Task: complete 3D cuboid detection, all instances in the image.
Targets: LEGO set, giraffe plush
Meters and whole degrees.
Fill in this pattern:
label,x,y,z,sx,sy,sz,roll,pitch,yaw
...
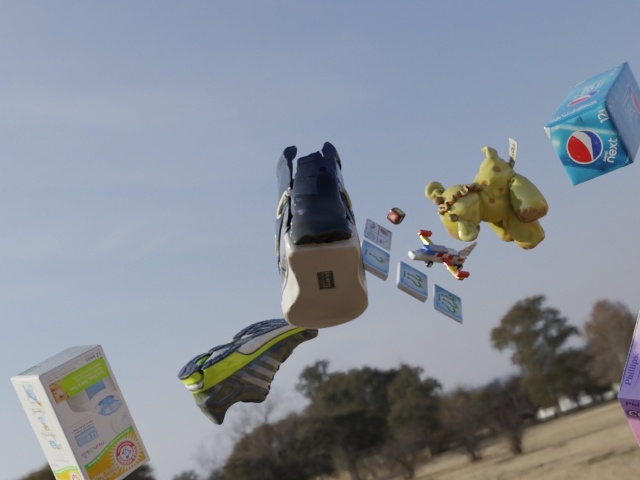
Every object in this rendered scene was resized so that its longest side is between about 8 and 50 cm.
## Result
label,x,y,z,sx,sy,sz,roll,pitch,yaw
LEGO set,0.153,0.015,1.459,0.060,0.183,0.244,-58,6,23
giraffe plush,0.290,-0.061,1.700,0.171,0.210,0.181,-28,31,-18

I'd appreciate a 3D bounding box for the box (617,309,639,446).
label,x,y,z,sx,sy,sz,roll,pitch,yaw
box,0.638,0.259,1.679,0.117,0.213,0.243,2,-38,36

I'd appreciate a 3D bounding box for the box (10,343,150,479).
label,x,y,z,sx,sy,sz,roll,pitch,yaw
box,-0.363,0.273,1.430,0.114,0.203,0.103,-28,12,-41

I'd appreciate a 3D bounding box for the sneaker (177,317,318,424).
label,x,y,z,sx,sy,sz,roll,pitch,yaw
sneaker,-0.120,0.230,1.724,0.300,0.121,0.111,-26,14,-34

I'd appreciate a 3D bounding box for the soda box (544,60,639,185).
label,x,y,z,sx,sy,sz,roll,pitch,yaw
soda box,0.304,-0.130,1.016,0.067,0.071,0.210,-23,10,31

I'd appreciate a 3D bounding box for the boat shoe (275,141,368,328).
label,x,y,z,sx,sy,sz,roll,pitch,yaw
boat shoe,0.000,0.000,1.290,0.127,0.158,0.340,-4,-25,-5
